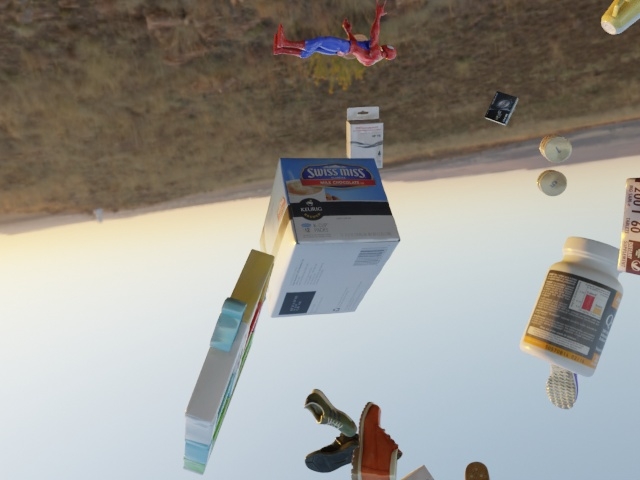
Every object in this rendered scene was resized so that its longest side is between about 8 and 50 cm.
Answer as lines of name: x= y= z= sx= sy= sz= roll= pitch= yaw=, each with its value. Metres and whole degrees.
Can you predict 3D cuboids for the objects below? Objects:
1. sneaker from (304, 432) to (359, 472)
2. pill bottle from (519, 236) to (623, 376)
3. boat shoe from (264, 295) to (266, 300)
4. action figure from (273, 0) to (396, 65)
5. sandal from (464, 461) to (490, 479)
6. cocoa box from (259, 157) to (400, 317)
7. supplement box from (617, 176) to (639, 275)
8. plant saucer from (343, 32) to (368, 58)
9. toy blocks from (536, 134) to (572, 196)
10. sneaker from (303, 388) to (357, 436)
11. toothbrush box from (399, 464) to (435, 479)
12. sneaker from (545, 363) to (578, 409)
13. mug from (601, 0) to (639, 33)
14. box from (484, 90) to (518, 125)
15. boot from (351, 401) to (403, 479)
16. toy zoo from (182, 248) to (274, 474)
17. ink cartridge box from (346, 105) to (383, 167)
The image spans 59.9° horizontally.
sneaker: x=0.056 y=0.753 z=1.991 sx=0.227 sy=0.087 sz=0.130 roll=-25 pitch=-175 yaw=13
pill bottle: x=0.561 y=0.143 z=1.220 sx=0.162 sy=0.278 sz=0.162 roll=22 pitch=178 yaw=1
boat shoe: x=-0.186 y=0.162 z=1.853 sx=0.043 sy=0.049 sz=0.137 roll=25 pitch=-121 yaw=22
action figure: x=0.043 y=-0.473 z=1.250 sx=0.280 sy=0.139 sz=0.091 roll=5 pitch=-178 yaw=-15
sandal: x=0.372 y=0.598 z=1.285 sx=0.088 sy=0.079 sz=0.240 roll=-14 pitch=-154 yaw=10
cocoa box: x=0.000 y=0.000 z=1.290 sx=0.231 sy=0.228 sz=0.347 roll=-2 pitch=148 yaw=-16
supplement box: x=0.490 y=-0.005 z=0.657 sx=0.073 sy=0.130 sz=0.239 roll=-6 pitch=-168 yaw=-30
plant saucer: x=0.092 y=-0.530 z=1.520 sx=0.083 sy=0.013 sz=0.083 roll=-20 pitch=154 yaw=-10
toy blocks: x=0.492 y=-0.162 z=1.182 sx=0.054 sy=0.123 sz=0.148 roll=6 pitch=-166 yaw=16
sneaker: x=0.024 y=0.563 z=1.757 sx=0.064 sy=0.192 sz=0.086 roll=-54 pitch=168 yaw=31
toothbrush box: x=0.260 y=0.667 z=1.211 sx=0.126 sy=0.295 sz=0.216 roll=-30 pitch=152 yaw=-10
sneaker: x=0.843 y=0.424 z=1.891 sx=0.146 sy=0.293 sz=0.102 roll=-19 pitch=-164 yaw=-42
mug: x=0.574 y=-0.438 z=1.066 sx=0.064 sy=0.078 sz=0.062 roll=-47 pitch=-148 yaw=9
box: x=0.532 y=-0.389 z=1.632 sx=0.067 sy=0.083 sz=0.018 roll=31 pitch=-166 yaw=32
boot: x=0.107 y=0.361 z=0.993 sx=0.085 sy=0.059 sz=0.158 roll=-3 pitch=-140 yaw=15
toy zoo: x=-0.106 y=0.140 z=0.633 sx=0.030 sy=0.192 sz=0.293 roll=19 pitch=144 yaw=-2
ink cartridge box: x=0.135 y=-0.312 z=1.696 sx=0.104 sy=0.180 sz=0.060 roll=-5 pitch=-154 yaw=-5
